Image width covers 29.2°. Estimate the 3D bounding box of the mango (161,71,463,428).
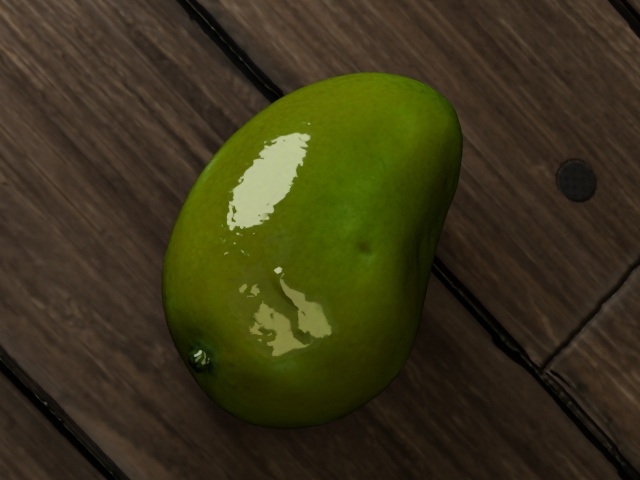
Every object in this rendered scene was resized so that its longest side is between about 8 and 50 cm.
[{"bbox_3d":[-0.009,0.000,0.871,0.185,0.149,0.273,17,71,-3],"label":"mango"}]
